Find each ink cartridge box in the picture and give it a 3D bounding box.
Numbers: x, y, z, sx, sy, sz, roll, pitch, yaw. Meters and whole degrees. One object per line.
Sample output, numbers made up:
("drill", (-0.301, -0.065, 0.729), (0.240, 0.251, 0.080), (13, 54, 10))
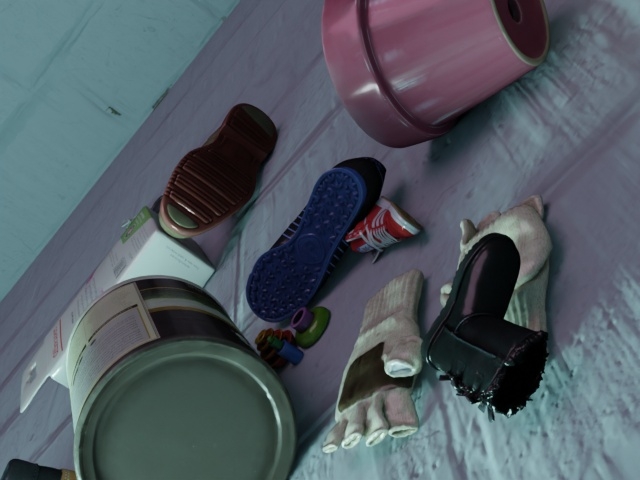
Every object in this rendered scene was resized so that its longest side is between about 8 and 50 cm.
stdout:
("ink cartridge box", (-0.335, 0.133, 1.581), (0.353, 0.119, 0.207), (-53, 20, 1))

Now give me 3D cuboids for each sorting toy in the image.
("sorting toy", (-0.038, 0.103, 1.066), (0.102, 0.042, 0.061), (-43, 22, 28))

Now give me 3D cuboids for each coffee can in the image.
("coffee can", (-0.155, 0.160, 1.000), (0.201, 0.201, 0.275), (-54, 19, -1))

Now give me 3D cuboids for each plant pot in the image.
("plant pot", (0.130, -0.216, 1.023), (0.180, 0.201, 0.201), (-16, 40, 37))

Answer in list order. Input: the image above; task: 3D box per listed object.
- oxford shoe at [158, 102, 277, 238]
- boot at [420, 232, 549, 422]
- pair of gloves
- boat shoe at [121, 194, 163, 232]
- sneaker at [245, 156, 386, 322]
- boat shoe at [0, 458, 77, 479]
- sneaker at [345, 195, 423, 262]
("oxford shoe", (-0.178, -0.092, 1.610), (0.130, 0.123, 0.348), (-45, 7, 38))
("boot", (0.125, 0.060, 0.689), (0.121, 0.045, 0.099), (-60, 26, 1))
("pair of gloves", (0.097, 0.067, 0.817), (0.240, 0.042, 0.204), (-36, 26, 39))
("boat shoe", (-0.354, -0.004, 1.917), (0.095, 0.079, 0.254), (-33, 28, 47))
("sneaker", (0.000, 0.000, 1.120), (0.232, 0.081, 0.090), (-53, -12, 31))
("boat shoe", (-0.467, 0.475, 1.267), (0.500, 0.156, 0.187), (-51, 21, 13))
("sneaker", (0.064, -0.006, 1.014), (0.067, 0.042, 0.118), (-49, 12, 2))
